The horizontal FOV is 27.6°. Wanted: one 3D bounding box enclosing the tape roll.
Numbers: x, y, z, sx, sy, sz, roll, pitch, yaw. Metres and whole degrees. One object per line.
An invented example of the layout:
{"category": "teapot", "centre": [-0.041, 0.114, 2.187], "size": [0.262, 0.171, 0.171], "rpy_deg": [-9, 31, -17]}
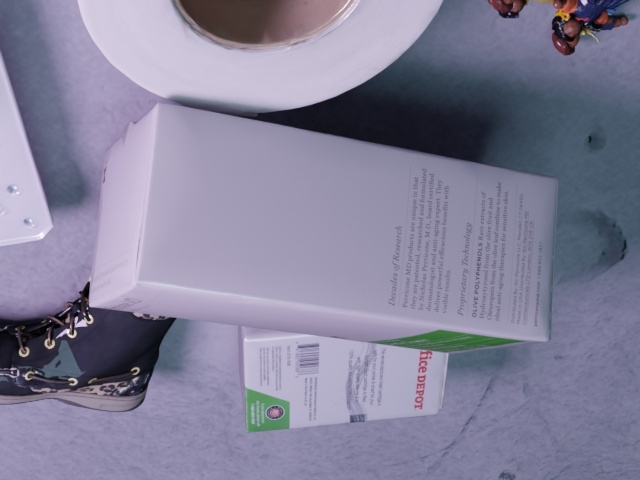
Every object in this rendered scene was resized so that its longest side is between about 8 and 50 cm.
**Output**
{"category": "tape roll", "centre": [-0.045, -0.227, 0.973], "size": [0.286, 0.100, 0.286], "rpy_deg": [-9, 142, -7]}

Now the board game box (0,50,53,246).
{"category": "board game box", "centre": [-0.448, -0.126, 1.045], "size": [0.389, 0.050, 0.390], "rpy_deg": [-9, 135, -3]}

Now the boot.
{"category": "boot", "centre": [-0.248, 0.077, 1.258], "size": [0.236, 0.085, 0.179], "rpy_deg": [12, 128, -30]}

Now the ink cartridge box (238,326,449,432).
{"category": "ink cartridge box", "centre": [0.021, 0.112, 1.341], "size": [0.208, 0.087, 0.153], "rpy_deg": [-4, 134, -7]}

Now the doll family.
{"category": "doll family", "centre": [0.204, -0.209, 1.081], "size": [0.193, 0.076, 0.111], "rpy_deg": [22, 121, -32]}

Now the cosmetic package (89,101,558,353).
{"category": "cosmetic package", "centre": [0.000, 0.000, 1.136], "size": [0.365, 0.155, 0.197], "rpy_deg": [8, 170, -18]}
